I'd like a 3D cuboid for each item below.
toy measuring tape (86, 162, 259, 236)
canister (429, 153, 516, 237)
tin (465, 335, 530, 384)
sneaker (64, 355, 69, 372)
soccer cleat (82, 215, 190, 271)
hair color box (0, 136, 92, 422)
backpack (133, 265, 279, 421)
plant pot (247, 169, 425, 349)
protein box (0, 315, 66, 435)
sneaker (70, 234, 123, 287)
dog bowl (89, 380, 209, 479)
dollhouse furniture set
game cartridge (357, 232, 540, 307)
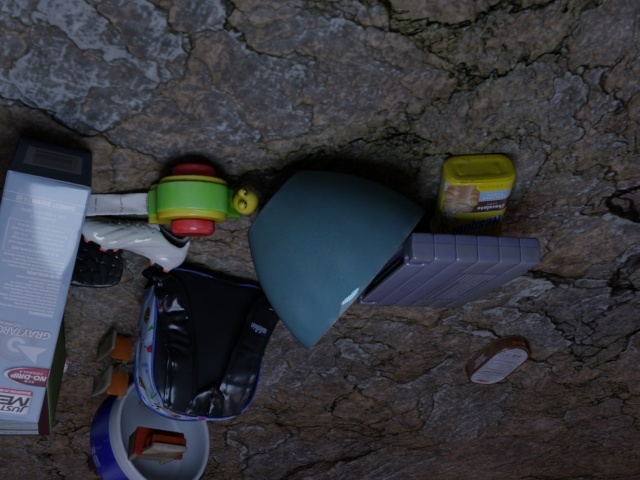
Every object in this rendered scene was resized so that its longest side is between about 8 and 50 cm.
[{"bbox_3d":[-0.262,-0.063,1.145,0.330,0.121,0.121,0,142,0],"label":"toy measuring tape"},{"bbox_3d":[0.258,-0.065,1.250,0.126,0.073,0.170,-4,140,-3],"label":"canister"},{"bbox_3d":[0.423,0.290,1.752,0.106,0.040,0.189,14,138,-18],"label":"tin"},{"bbox_3d":[-0.572,0.242,1.540,0.070,0.051,0.134,-13,139,-6],"label":"sneaker"},{"bbox_3d":[-0.317,-0.011,1.250,0.196,0.068,0.076,24,113,-30],"label":"soccer cleat"},{"bbox_3d":[-0.432,0.057,1.083,0.114,0.185,0.374,12,108,-21],"label":"hair color box"},{"bbox_3d":[-0.231,0.206,1.370,0.276,0.263,0.213,14,154,-24],"label":"backpack"},{"bbox_3d":[0.000,0.000,1.172,0.195,0.290,0.290,41,132,2],"label":"plant pot"},{"bbox_3d":[-0.558,0.218,1.354,0.136,0.200,0.201,3,126,-12],"label":"protein box"},{"bbox_3d":[-0.486,0.027,1.260,0.283,0.107,0.124,16,151,-20],"label":"sneaker"},{"bbox_3d":[-0.379,0.445,1.647,0.104,0.265,0.265,-29,137,30],"label":"dog bowl"},{"bbox_3d":[-0.318,0.313,1.496,0.262,0.259,0.135,17,145,-28],"label":"dollhouse furniture set"},{"bbox_3d":[0.218,0.059,1.328,0.230,0.068,0.355,-2,163,-13],"label":"game cartridge"}]
